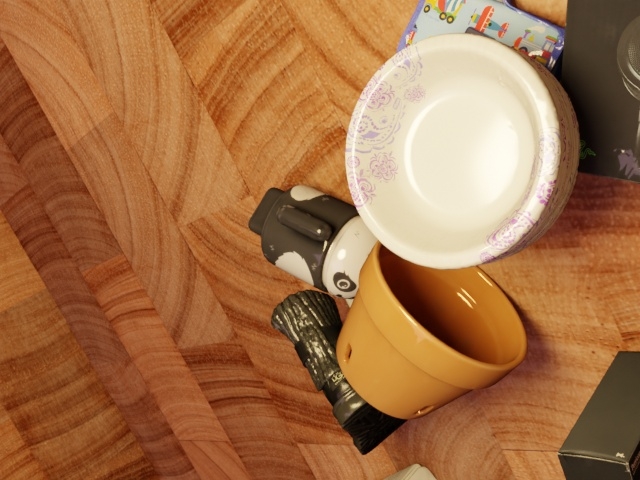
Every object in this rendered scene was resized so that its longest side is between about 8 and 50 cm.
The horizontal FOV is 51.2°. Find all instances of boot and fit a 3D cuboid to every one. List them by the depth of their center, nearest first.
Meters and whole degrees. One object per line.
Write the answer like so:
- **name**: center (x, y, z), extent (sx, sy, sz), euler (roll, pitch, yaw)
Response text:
- **boot**: center (0.045, 0.251, 1.289), extent (0.260, 0.131, 0.348), euler (51, 172, 31)

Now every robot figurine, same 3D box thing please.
- **robot figurine**: center (-0.002, 0.001, 1.271), extent (0.278, 0.209, 0.174), euler (26, 120, 26)

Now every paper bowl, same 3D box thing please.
- **paper bowl**: center (0.185, -0.109, 0.856), extent (0.284, 0.148, 0.284), euler (3, 94, 38)

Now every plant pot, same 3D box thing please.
- **plant pot**: center (0.159, 0.153, 1.102), extent (0.291, 0.291, 0.203), euler (43, 122, 13)

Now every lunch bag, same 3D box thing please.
- **lunch bag**: center (0.219, -0.226, 0.979), extent (0.221, 0.138, 0.293), euler (33, 122, 25)

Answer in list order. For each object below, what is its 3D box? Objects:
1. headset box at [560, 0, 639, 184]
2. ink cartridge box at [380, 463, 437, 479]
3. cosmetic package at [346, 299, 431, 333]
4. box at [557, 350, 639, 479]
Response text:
- **headset box**: center (0.420, -0.196, 0.781), extent (0.246, 0.131, 0.283), euler (18, 128, 35)
- **ink cartridge box**: center (0.183, 0.728, 1.585), extent (0.279, 0.160, 0.385), euler (48, 138, 8)
- **cosmetic package**: center (0.157, 0.182, 1.313), extent (0.117, 0.085, 0.231), euler (-15, 107, 48)
- **box**: center (0.461, 0.307, 0.972), extent (0.103, 0.261, 0.184), euler (-4, 112, 45)
